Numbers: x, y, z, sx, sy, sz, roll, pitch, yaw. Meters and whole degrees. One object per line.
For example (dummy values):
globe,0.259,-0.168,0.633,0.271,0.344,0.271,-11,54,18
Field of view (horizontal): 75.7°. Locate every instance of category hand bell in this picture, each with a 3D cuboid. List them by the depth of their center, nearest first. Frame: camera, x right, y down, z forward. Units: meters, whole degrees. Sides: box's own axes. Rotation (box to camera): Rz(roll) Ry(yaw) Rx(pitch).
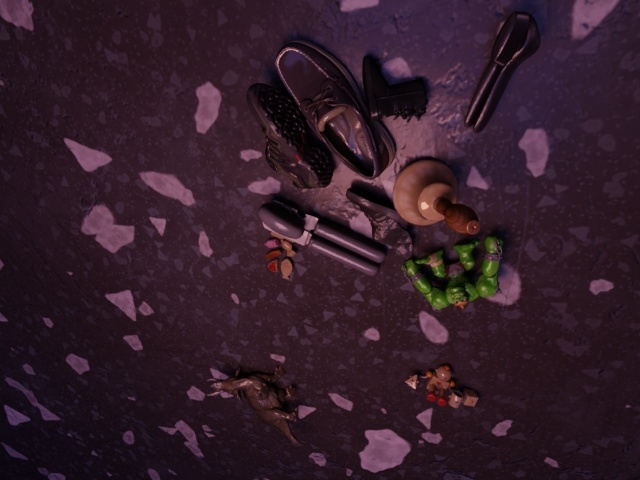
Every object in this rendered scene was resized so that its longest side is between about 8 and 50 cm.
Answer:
hand bell,0.203,-0.053,0.662,0.126,0.242,0.126,-1,108,-2

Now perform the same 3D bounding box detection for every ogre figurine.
ogre figurine,0.272,0.069,0.816,0.196,0.097,0.118,-22,92,10

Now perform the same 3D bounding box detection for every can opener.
can opener,0.279,-0.263,0.654,0.073,0.059,0.186,3,133,-15
can opener,0.000,0.000,0.862,0.280,0.093,0.074,23,121,-2

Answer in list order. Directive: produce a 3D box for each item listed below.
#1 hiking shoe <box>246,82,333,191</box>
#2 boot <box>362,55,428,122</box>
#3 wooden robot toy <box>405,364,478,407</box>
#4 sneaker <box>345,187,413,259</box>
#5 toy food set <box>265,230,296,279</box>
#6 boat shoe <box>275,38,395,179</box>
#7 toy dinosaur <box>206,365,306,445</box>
hiking shoe,-0.077,-0.179,0.772,0.114,0.086,0.227,-12,125,41
boot,0.126,-0.259,0.700,0.099,0.045,0.121,-9,83,0
wooden robot toy,0.292,0.334,0.965,0.173,0.076,0.079,20,111,5
sneaker,0.118,-0.035,0.824,0.170,0.051,0.089,23,117,0
toy food set,-0.093,0.030,0.944,0.077,0.019,0.122,21,129,5
boat shoe,0.024,-0.227,0.724,0.102,0.092,0.285,-33,103,30
toy dinosaur,-0.147,0.444,1.145,0.313,0.121,0.160,46,132,-15
